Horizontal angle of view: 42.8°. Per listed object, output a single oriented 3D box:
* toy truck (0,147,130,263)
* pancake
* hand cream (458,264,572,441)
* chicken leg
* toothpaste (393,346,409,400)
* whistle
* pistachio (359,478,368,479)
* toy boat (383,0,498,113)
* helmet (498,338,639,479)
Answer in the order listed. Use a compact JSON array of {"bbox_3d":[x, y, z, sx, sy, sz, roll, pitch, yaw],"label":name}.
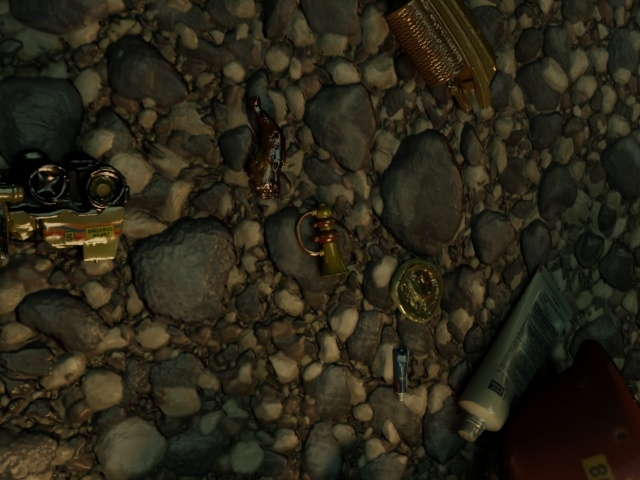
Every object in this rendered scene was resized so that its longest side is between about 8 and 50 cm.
[{"bbox_3d":[-0.358,-0.040,0.933,0.257,0.127,0.127,1,106,-30],"label":"toy truck"},{"bbox_3d":[0.155,0.079,1.299,0.108,0.017,0.107,1,88,-34],"label":"pancake"},{"bbox_3d":[0.328,0.199,1.388,0.124,0.078,0.340,51,60,-21],"label":"hand cream"},{"bbox_3d":[-0.076,-0.130,1.149,0.062,0.037,0.144,3,92,-17],"label":"chicken leg"},{"bbox_3d":[0.127,0.211,1.286,0.027,0.019,0.083,0,87,-14],"label":"toothpaste"},{"bbox_3d":[0.001,0.001,1.201,0.046,0.057,0.109,-21,95,-74],"label":"whistle"},{"bbox_3d":[0.067,0.431,1.213,0.113,0.113,0.149,-29,123,-27],"label":"pistachio"},{"bbox_3d":[0.169,-0.328,1.253,0.115,0.089,0.310,-47,113,-18],"label":"toy boat"},{"bbox_3d":[0.404,0.379,1.315,0.230,0.337,0.384,-20,86,-3],"label":"helmet"}]
